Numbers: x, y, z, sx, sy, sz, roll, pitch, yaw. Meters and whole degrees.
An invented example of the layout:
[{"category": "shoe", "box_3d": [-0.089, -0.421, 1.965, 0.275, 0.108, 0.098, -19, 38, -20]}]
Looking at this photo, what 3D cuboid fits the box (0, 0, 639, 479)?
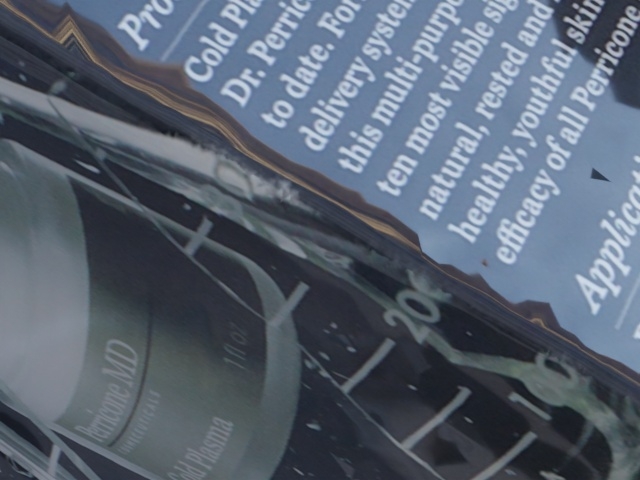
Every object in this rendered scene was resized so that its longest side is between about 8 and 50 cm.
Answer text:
[{"category": "box", "box_3d": [0.000, 0.000, 0.850, 0.297, 0.471, 0.480, -58, -2, -32]}]
